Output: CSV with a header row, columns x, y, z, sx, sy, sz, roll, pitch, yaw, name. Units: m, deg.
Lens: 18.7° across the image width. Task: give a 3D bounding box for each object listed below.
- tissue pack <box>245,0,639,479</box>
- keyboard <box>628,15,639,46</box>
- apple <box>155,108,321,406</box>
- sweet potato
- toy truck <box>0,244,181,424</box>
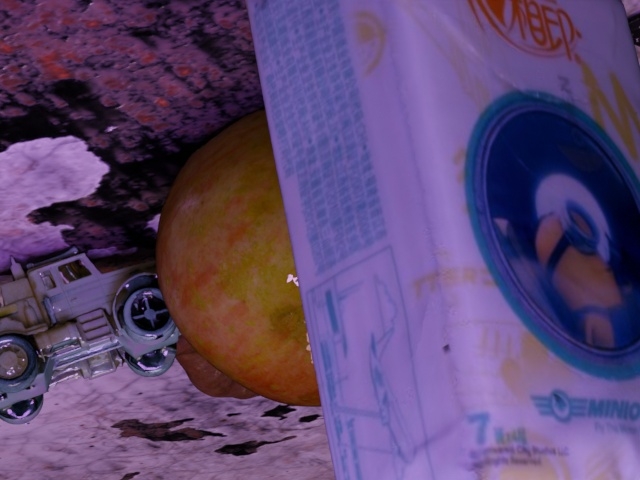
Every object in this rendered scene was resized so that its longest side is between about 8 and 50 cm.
x,y,z,sx,sy,sz,roll,pitch,yaw,name
0.117,0.003,1.290,0.287,0.388,0.162,10,151,-45,tissue pack
0.310,-0.187,1.433,0.198,0.010,0.064,-25,157,34,keyboard
0.000,0.000,1.523,0.246,0.246,0.226,4,136,-36,apple
-0.115,0.108,1.911,0.067,0.059,0.281,-55,159,-8,sweet potato
-0.244,0.072,1.663,0.260,0.135,0.128,-15,160,-10,toy truck
